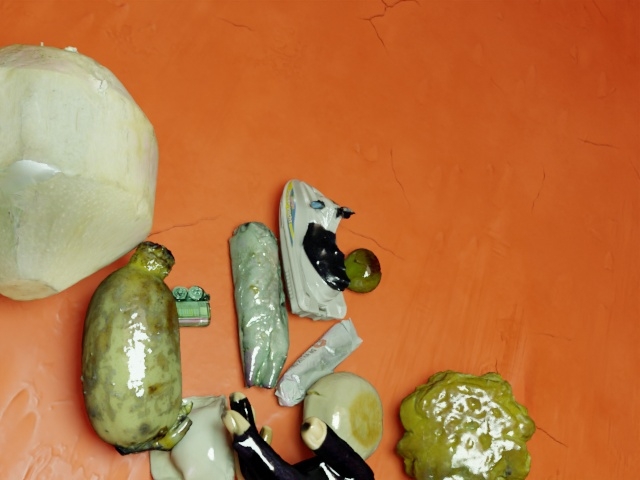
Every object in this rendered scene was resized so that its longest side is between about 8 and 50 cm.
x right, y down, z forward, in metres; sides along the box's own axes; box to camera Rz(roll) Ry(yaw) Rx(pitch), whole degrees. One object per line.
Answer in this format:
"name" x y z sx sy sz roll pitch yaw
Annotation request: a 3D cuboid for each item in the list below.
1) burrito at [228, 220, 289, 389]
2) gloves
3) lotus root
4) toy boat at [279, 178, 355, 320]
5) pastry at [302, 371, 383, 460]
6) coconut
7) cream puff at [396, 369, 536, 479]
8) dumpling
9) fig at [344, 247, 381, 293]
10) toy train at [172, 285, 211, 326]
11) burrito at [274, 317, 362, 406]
"burrito" -0.102 0.108 1.207 0.096 0.066 0.309 2 65 -20
"gloves" -0.035 0.334 1.017 0.301 0.197 0.152 49 28 -15
"lotus root" -0.271 0.156 1.020 0.173 0.173 0.309 3 77 -25
"toy boat" -0.005 0.007 1.255 0.140 0.141 0.270 8 72 -23
"pastry" 0.038 0.295 1.149 0.156 0.092 0.156 25 57 -45
"coconut" -0.396 -0.083 0.996 0.352 0.352 0.353 11 62 -22
"cream puff" 0.249 0.340 1.190 0.244 0.196 0.244 1 97 8
"dumpling" -0.195 0.321 1.044 0.134 0.100 0.169 -10 78 1
"fig" 0.068 0.063 1.316 0.098 0.082 0.084 -25 94 7
"toy train" -0.253 0.110 1.148 0.147 0.038 0.071 2 65 -24
"burrito" -0.004 0.214 1.210 0.064 0.064 0.203 49 54 2
